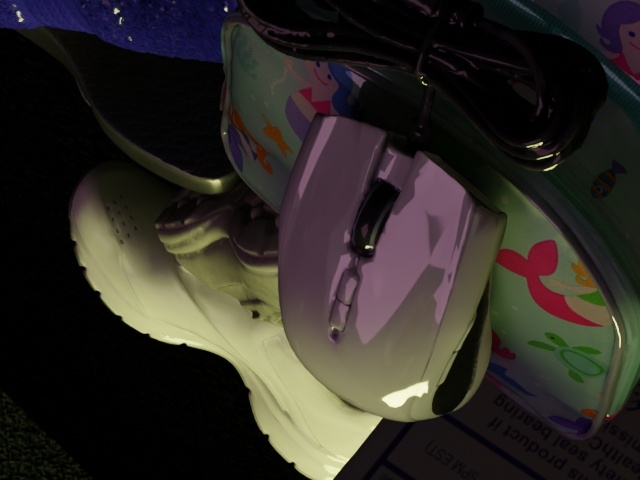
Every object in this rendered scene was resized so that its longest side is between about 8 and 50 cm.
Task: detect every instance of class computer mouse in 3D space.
[{"bbox_3d":[0.019,0.001,0.490,0.106,0.042,0.193,30,146,21],"label":"computer mouse"}]

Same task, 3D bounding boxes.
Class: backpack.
[{"bbox_3d":[0.082,-0.069,0.566,0.225,0.191,0.253,38,156,12],"label":"backpack"}]

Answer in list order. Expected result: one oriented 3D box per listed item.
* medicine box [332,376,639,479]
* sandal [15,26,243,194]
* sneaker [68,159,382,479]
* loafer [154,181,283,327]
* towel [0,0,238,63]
[{"bbox_3d":[0.112,0.147,0.796,0.149,0.289,0.263,34,159,22],"label":"medicine box"},{"bbox_3d":[-0.113,-0.114,0.984,0.254,0.097,0.054,43,163,29],"label":"sandal"},{"bbox_3d":[-0.045,0.040,1.201,0.297,0.111,0.129,39,146,-4],"label":"sneaker"},{"bbox_3d":[0.000,0.000,0.991,0.111,0.112,0.319,42,170,-16],"label":"loafer"},{"bbox_3d":[-0.155,-0.181,0.755,0.308,0.076,0.227,12,135,26],"label":"towel"}]
